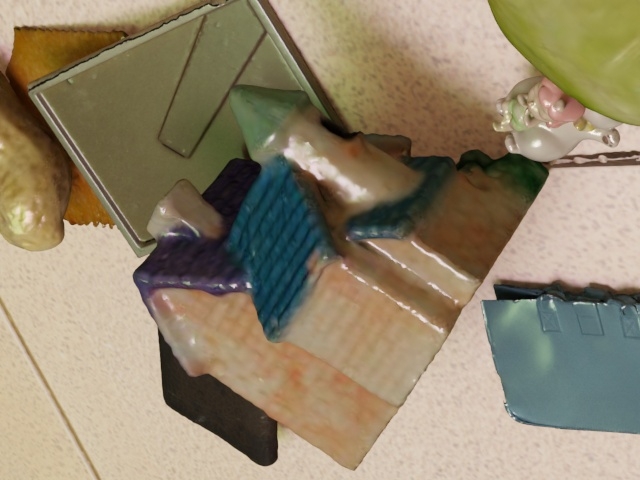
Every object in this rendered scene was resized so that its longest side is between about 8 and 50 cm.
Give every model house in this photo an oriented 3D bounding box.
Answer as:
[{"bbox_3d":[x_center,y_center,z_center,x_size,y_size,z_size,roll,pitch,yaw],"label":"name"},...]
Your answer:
[{"bbox_3d":[0.000,0.000,1.591,0.280,0.245,0.312,34,138,3],"label":"model house"}]

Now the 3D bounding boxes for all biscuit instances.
[{"bbox_3d":[-0.229,-0.110,1.844,0.232,0.013,0.237,8,125,41],"label":"biscuit"}]

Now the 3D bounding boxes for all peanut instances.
[{"bbox_3d":[-0.329,-0.094,1.860,0.103,0.098,0.229,-39,86,17],"label":"peanut"}]

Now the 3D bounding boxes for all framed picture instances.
[{"bbox_3d":[-0.124,-0.110,1.731,0.289,0.020,0.211,-20,113,33],"label":"framed picture"}]

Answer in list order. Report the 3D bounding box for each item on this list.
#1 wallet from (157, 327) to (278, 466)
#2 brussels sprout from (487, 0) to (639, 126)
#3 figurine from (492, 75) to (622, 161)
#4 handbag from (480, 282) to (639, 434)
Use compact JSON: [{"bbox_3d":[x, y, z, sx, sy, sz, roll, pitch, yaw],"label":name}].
[{"bbox_3d":[-0.108,0.090,1.924,0.170,0.044,0.321,29,136,29],"label":"wallet"},{"bbox_3d":[0.244,-0.229,1.216,0.328,0.247,0.328,10,134,11],"label":"brussels sprout"},{"bbox_3d":[0.214,-0.107,1.453,0.146,0.098,0.081,-21,99,48],"label":"figurine"},{"bbox_3d":[0.262,0.108,1.647,0.221,0.057,0.144,4,124,36],"label":"handbag"}]
